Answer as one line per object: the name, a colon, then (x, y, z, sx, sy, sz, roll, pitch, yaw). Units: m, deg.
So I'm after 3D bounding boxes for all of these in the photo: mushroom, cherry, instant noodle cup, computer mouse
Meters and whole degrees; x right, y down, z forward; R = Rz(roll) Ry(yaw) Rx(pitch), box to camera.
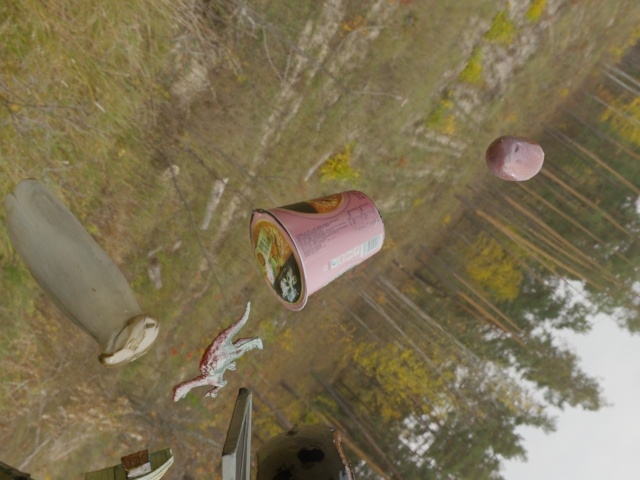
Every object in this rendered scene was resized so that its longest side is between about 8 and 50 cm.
mushroom: (-0.464, 0.069, 1.029, 0.137, 0.407, 0.154, -23, 157, -48)
cherry: (0.366, -0.159, 1.035, 0.126, 0.106, 0.087, -6, 100, -38)
instant noodle cup: (0.000, 0.000, 1.221, 0.255, 0.244, 0.244, -24, 156, -29)
computer mouse: (-0.035, 0.428, 0.998, 0.182, 0.116, 0.323, -15, -170, -6)

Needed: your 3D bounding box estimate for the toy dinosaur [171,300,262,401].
toy dinosaur: (-0.181, 0.202, 0.967, 0.167, 0.053, 0.242, -11, 141, -28)

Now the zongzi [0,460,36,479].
zongzi: (-0.457, 0.432, 0.759, 0.221, 0.242, 0.112, -69, 166, 9)

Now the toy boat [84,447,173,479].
toy boat: (-0.390, 0.469, 1.103, 0.172, 0.066, 0.065, -12, -163, -18)

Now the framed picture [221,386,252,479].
framed picture: (-0.103, 0.315, 0.691, 0.260, 0.023, 0.189, -179, -91, -86)
